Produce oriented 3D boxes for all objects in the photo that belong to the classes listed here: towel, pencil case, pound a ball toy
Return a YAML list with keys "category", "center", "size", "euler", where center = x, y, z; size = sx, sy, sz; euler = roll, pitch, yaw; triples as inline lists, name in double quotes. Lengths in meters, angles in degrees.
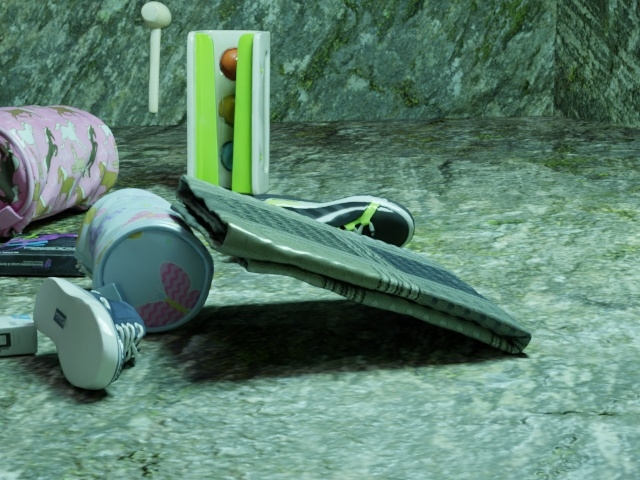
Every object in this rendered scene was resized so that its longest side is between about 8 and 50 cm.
- category: "towel"
  center: [0.015, 0.027, 1.468]
  size: [0.324, 0.056, 0.312]
  euler: [19, 6, -16]
- category: "pencil case"
  center: [-0.413, -0.106, 2.141]
  size: [0.160, 0.167, 0.386]
  euler: [23, 12, 6]
- category: "pound a ball toy"
  center: [-0.189, -0.242, 2.516]
  size: [0.208, 0.319, 0.136]
  euler: [2, 9, 10]
- category: "pencil case"
  center: [-0.189, 0.017, 1.555]
  size: [0.124, 0.113, 0.273]
  euler: [-10, 11, -12]

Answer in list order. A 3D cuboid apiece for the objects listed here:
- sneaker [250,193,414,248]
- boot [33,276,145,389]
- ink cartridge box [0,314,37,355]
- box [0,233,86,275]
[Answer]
- category: "sneaker"
  center: [0.000, 0.000, 1.862]
  size: [0.234, 0.084, 0.097]
  euler: [0, 33, 6]
- category: "boot"
  center: [-0.185, 0.083, 1.303]
  size: [0.086, 0.069, 0.190]
  euler: [17, 12, -29]
- category: "ink cartridge box"
  center: [-0.305, 0.088, 1.364]
  size: [0.083, 0.028, 0.048]
  euler: [-3, 10, -22]
- category: "box"
  center: [-0.329, 0.016, 1.816]
  size: [0.116, 0.029, 0.162]
  euler: [0, 10, 0]
